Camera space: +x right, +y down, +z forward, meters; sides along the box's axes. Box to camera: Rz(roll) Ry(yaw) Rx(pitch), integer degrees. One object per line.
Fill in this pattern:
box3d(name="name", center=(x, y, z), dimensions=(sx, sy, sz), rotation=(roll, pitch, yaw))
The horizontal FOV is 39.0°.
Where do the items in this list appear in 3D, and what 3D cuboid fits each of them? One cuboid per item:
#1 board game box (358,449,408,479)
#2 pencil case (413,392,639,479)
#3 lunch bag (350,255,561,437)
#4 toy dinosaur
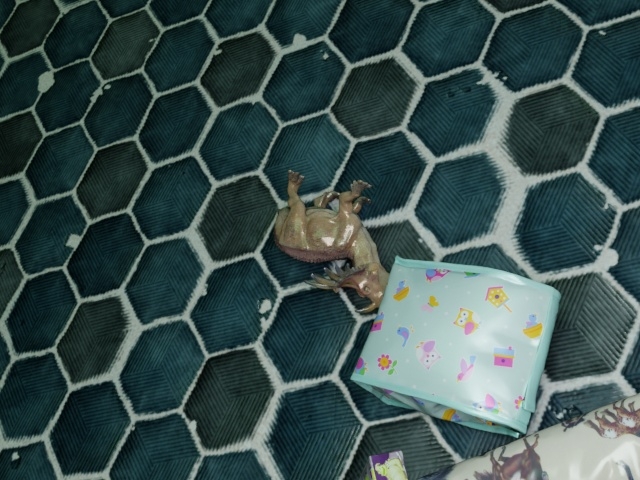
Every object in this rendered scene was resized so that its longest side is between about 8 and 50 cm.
box3d(name="board game box", center=(0.079, 0.428, 1.165), dimensions=(0.056, 0.347, 0.208), rotation=(-10, 59, -13))
box3d(name="pencil case", center=(0.292, 0.351, 1.196), dimensions=(0.410, 0.160, 0.184), rotation=(-24, 75, 14))
box3d(name="lunch bag", center=(0.212, 0.155, 1.334), dimensions=(0.262, 0.160, 0.224), rotation=(9, 69, 35))
box3d(name="toy dinosaur", center=(0.000, 0.000, 1.538), dimensions=(0.295, 0.127, 0.200), rotation=(13, 79, 36))
